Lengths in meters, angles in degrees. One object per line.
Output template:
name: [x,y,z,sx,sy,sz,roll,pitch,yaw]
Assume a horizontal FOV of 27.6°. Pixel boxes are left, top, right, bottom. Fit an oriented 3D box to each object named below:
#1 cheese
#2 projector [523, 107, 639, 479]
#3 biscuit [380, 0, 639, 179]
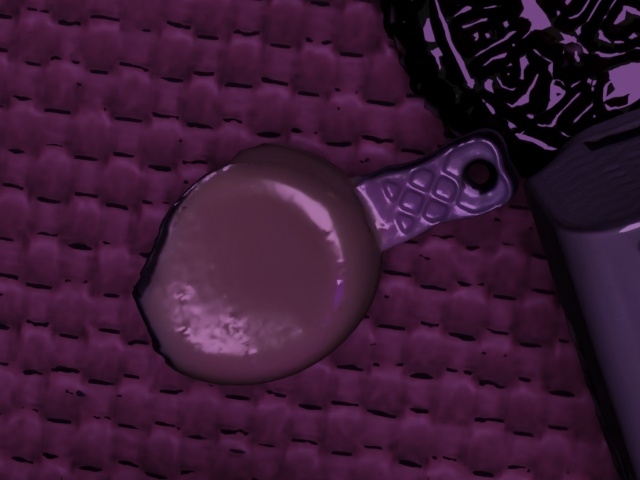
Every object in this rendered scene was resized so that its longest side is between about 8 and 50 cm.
cheese: [-0.005,-0.005,0.547,0.171,0.047,0.092,-41,95,17]
projector: [0.228,0.027,0.499,0.250,0.108,0.198,-20,112,3]
biscuit: [0.117,-0.113,0.547,0.194,0.053,0.195,0,94,3]
